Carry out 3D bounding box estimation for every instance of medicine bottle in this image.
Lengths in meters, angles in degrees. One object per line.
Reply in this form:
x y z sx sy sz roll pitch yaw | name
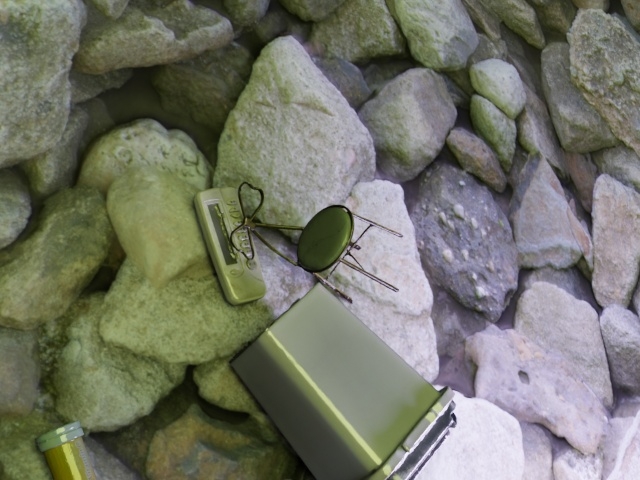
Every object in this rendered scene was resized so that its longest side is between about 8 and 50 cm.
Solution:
-0.377 0.398 1.361 0.073 0.074 0.218 -17 82 -35 | medicine bottle

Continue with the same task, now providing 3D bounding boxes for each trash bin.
0.021 0.291 1.553 0.368 0.256 0.296 48 55 2 | trash bin

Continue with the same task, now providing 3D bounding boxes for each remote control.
-0.173 0.011 1.659 0.090 0.049 0.230 -11 77 -34 | remote control

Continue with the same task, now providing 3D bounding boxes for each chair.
0.000 0.000 1.680 0.325 0.170 0.160 31 56 -37 | chair
